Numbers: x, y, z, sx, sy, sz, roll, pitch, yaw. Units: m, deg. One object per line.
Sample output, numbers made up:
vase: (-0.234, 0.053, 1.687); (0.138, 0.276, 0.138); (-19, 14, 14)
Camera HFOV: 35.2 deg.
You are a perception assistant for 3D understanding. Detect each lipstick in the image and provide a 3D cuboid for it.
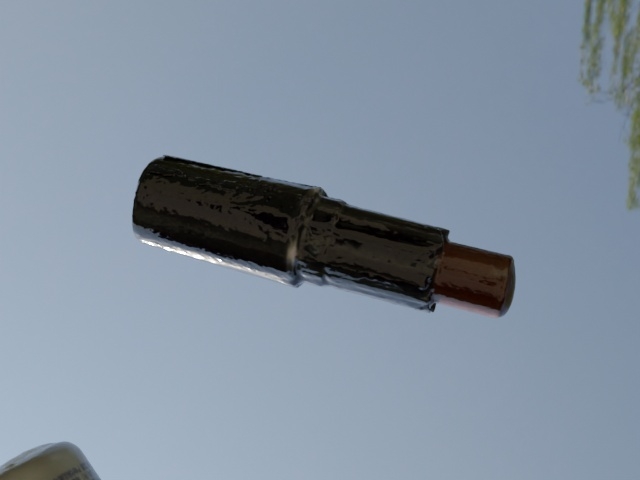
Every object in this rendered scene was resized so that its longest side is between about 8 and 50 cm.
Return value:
lipstick: (0.000, 0.000, 0.767); (0.299, 0.081, 0.081); (13, -118, 15)

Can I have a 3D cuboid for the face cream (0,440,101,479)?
face cream: (-0.244, 0.234, 0.726); (0.206, 0.206, 0.111); (-33, -94, -11)
